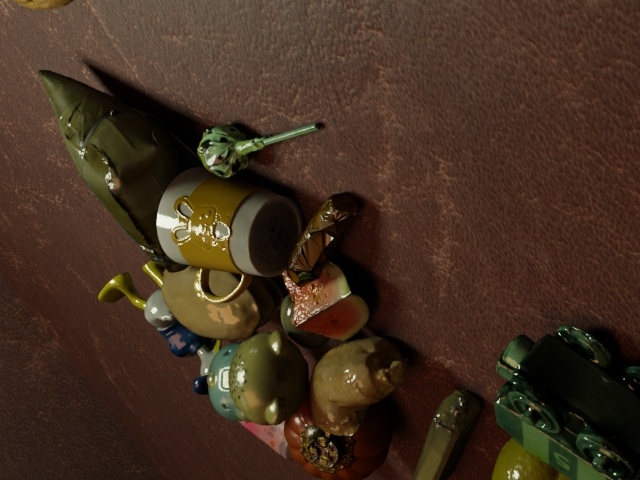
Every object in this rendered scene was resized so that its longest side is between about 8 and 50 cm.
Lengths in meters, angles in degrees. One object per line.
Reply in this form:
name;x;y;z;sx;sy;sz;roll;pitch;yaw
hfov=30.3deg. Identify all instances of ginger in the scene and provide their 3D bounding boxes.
ginger;0.065;0.257;2.184;0.152;0.138;0.267;52;137;12

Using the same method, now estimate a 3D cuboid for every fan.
fan;-0.308;-0.193;2.294;0.240;0.009;0.131;34;153;23

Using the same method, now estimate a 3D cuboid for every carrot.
carrot;-0.001;-0.001;2.000;0.069;0.069;0.229;43;138;9

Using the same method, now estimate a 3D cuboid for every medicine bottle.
medicine bottle;-0.057;0.405;2.588;0.247;0.147;0.147;33;150;27

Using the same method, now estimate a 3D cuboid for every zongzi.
zongzi;-0.379;-0.136;2.303;0.393;0.174;0.356;39;163;37

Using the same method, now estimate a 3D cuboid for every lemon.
lemon;0.368;0.392;1.911;0.184;0.184;0.248;45;158;4

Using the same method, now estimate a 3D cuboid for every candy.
candy;-0.102;-0.170;1.975;0.305;0.083;0.091;-11;101;50

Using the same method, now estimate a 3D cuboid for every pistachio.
pistachio;-0.209;0.108;2.386;0.293;0.162;0.181;16;125;42

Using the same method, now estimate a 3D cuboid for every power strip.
power strip;0.228;0.376;2.186;0.066;0.092;0.387;36;151;16

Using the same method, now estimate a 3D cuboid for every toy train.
toy train;0.396;0.257;1.721;0.299;0.167;0.238;35;160;26

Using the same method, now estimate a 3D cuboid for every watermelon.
watermelon;0.006;0.088;2.133;0.193;0.137;0.145;99;159;-57

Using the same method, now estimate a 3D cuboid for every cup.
cup;-0.162;0.000;2.123;0.226;0.185;0.241;13;99;39

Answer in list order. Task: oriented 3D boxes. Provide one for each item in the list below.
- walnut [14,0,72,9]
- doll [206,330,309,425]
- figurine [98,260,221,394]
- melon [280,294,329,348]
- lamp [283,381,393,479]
walnut;-0.470;-0.471;1.991;0.197;0.165;0.165;-4;124;48
doll;-0.118;0.270;2.291;0.161;0.177;0.260;8;169;-23
figurine;-0.288;0.220;2.566;0.338;0.204;0.283;56;-177;25
melon;-0.025;0.150;2.244;0.098;0.098;0.131;22;146;40
lamp;0.035;0.378;2.355;0.223;0.196;0.223;6;111;17
